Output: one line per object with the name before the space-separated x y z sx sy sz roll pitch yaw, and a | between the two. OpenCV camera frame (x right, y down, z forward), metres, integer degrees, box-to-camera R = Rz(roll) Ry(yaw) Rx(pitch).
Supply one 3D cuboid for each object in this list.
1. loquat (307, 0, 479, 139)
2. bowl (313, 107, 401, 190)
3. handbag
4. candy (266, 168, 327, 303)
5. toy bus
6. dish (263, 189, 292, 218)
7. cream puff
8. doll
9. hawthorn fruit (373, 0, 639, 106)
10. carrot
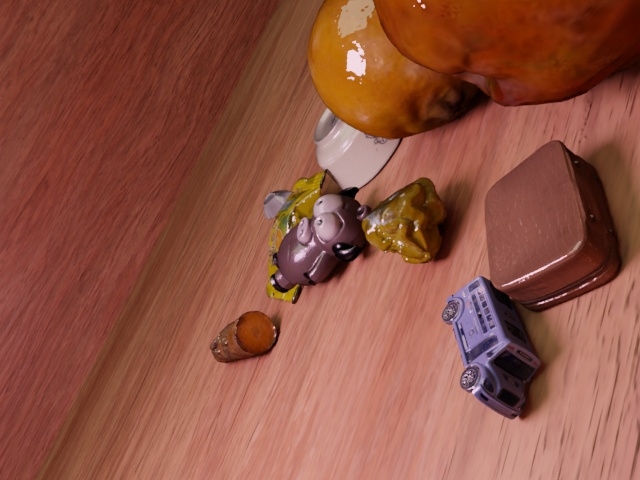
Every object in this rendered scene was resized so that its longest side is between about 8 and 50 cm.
loquat | 0.139 -0.334 1.117 0.328 0.328 0.328 -45 26 30
bowl | 0.070 -0.235 1.383 0.238 0.126 0.238 -45 27 32
handbag | 0.269 -0.014 0.765 0.151 0.072 0.193 -40 31 37
candy | -0.059 -0.011 1.423 0.187 0.081 0.297 0 73 66
toy bus | 0.199 0.120 0.735 0.076 0.073 0.167 -46 25 25
dish | -0.125 -0.110 1.739 0.137 0.039 0.091 -12 51 62
cream puff | 0.143 -0.023 1.001 0.146 0.116 0.146 -38 1 1
doll | 0.001 0.002 1.239 0.257 0.117 0.182 -41 35 38
hawthorn fruit | 0.271 -0.397 0.790 0.472 0.472 0.472 -45 26 30
carrot | -0.189 0.232 1.406 0.263 0.102 0.102 -38 30 55
